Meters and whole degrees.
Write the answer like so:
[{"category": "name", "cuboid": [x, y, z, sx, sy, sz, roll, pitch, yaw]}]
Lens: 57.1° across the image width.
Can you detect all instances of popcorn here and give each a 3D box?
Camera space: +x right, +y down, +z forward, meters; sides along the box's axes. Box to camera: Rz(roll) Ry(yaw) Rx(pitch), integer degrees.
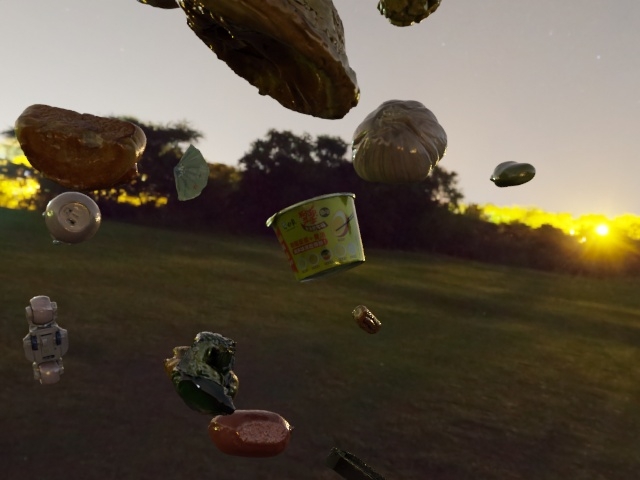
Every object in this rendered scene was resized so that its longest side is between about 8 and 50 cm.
[{"category": "popcorn", "cuboid": [0.221, -0.638, 1.480, 0.173, 0.195, 0.168, 12, -34, -37]}]

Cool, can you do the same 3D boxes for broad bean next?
[{"category": "broad bean", "cuboid": [0.621, -0.218, 1.922, 0.124, 0.082, 0.174, -21, 5, 0]}]

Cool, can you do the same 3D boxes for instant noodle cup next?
[{"category": "instant noodle cup", "cuboid": [0.000, 0.000, 1.914, 0.311, 0.221, 0.311, -17, -11, -3]}]

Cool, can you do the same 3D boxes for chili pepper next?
[{"category": "chili pepper", "cuboid": [-0.249, 0.293, 1.276, 0.148, 0.116, 0.264, 36, 13, -10]}]

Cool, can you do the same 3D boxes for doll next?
[{"category": "doll", "cuboid": [-0.716, -0.054, 1.693, 0.151, 0.151, 0.287, 10, -10, -25]}]

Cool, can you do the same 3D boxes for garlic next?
[{"category": "garlic", "cuboid": [0.251, -0.321, 1.926, 0.317, 0.317, 0.259, 9, -34, 21]}]

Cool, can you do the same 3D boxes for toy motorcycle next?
[{"category": "toy motorcycle", "cuboid": [-0.729, 0.260, 1.553, 0.112, 0.254, 0.112, 3, 19, -1]}]

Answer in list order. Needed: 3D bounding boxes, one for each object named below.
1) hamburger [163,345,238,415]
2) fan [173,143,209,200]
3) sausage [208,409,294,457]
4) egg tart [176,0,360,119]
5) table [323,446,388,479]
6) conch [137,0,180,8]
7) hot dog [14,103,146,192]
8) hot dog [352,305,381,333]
[{"category": "hamburger", "cuboid": [-0.403, 0.525, 2.158, 0.209, 0.330, 0.162, -1, 35, 40]}, {"category": "fan", "cuboid": [-0.478, -0.250, 2.181, 0.131, 0.240, 0.009, 15, -25, -22]}, {"category": "sausage", "cuboid": [-0.199, 0.570, 1.737, 0.254, 0.148, 0.148, 10, -1, -30]}, {"category": "egg tart", "cuboid": [-0.093, -0.420, 1.163, 0.443, 0.178, 0.443, 33, -4, 3]}, {"category": "table", "cuboid": [0.105, 0.626, 1.569, 0.146, 0.062, 0.175, 26, -16, 33]}, {"category": "conch", "cuboid": [-0.364, -0.694, 1.486, 0.297, 0.210, 0.352, -5, 26, -34]}, {"category": "hot dog", "cuboid": [-0.510, -0.185, 1.256, 0.256, 0.153, 0.150, 11, 31, -8]}, {"category": "hot dog", "cuboid": [0.162, 0.281, 2.021, 0.047, 0.066, 0.216, 41, -6, 32]}]
